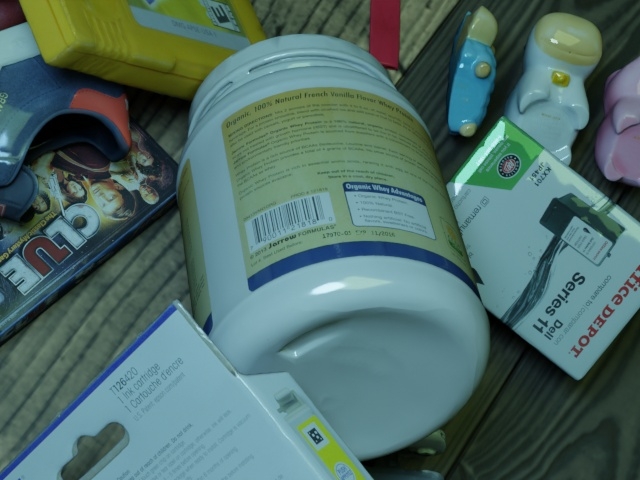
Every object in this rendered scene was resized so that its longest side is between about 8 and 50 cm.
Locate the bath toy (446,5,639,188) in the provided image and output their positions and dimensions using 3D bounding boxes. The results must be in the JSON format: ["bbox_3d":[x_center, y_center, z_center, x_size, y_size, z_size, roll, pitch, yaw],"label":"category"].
[{"bbox_3d":[0.296,-0.127,1.457,0.348,0.129,0.151,19,109,-5],"label":"bath toy"}]

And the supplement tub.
[{"bbox_3d":[0.000,0.000,1.221,0.228,0.228,0.316,2,45,-14],"label":"supplement tub"}]

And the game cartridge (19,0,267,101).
[{"bbox_3d":[-0.175,-0.260,1.308,0.323,0.052,0.285,7,56,-62],"label":"game cartridge"}]

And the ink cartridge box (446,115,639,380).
[{"bbox_3d":[0.202,0.008,1.357,0.208,0.087,0.153,38,94,2],"label":"ink cartridge box"}]

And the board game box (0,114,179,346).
[{"bbox_3d":[-0.257,-0.034,1.306,0.165,0.042,0.243,45,64,6],"label":"board game box"}]

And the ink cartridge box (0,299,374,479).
[{"bbox_3d":[-0.088,0.242,1.109,0.307,0.303,0.072,53,29,10],"label":"ink cartridge box"}]

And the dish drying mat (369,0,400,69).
[{"bbox_3d":[0.065,-0.211,1.488,0.032,0.008,0.083,8,65,-13],"label":"dish drying mat"}]

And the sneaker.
[{"bbox_3d":[-0.316,-0.067,1.213,0.350,0.131,0.148,-24,85,-17],"label":"sneaker"}]

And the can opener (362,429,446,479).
[{"bbox_3d":[-0.028,0.181,1.260,0.283,0.076,0.095,7,65,-11],"label":"can opener"}]

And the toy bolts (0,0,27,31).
[{"bbox_3d":[-0.348,-0.216,1.294,0.228,0.158,0.218,-26,77,-23],"label":"toy bolts"}]
